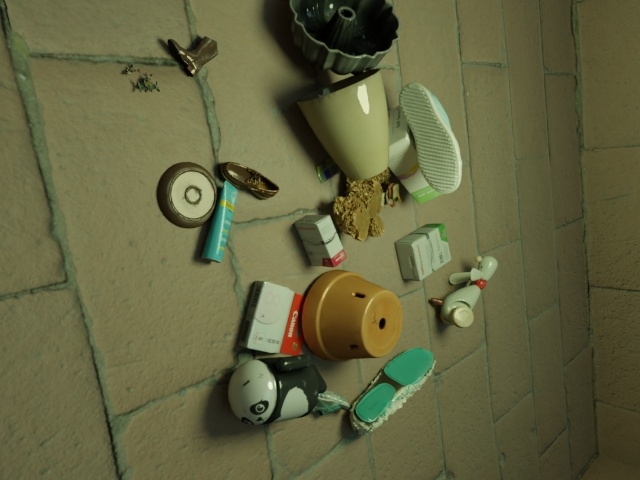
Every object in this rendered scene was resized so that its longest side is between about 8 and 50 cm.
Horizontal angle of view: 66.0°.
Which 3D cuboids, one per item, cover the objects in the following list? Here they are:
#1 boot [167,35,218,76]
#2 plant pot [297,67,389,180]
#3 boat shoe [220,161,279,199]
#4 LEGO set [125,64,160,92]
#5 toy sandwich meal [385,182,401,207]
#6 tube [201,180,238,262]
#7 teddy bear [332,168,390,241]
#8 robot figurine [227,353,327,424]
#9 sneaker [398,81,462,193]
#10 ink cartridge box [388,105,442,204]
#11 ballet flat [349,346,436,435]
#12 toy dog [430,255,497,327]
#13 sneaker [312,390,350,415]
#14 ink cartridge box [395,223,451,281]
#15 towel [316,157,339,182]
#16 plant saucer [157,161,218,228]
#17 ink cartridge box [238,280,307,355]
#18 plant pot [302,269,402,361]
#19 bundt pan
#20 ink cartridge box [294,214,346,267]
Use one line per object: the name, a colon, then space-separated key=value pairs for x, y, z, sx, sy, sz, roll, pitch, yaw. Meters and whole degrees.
boot: x=-0.314 y=-0.484 z=1.231 sx=0.114 sy=0.037 sz=0.106 roll=-53 pitch=136 yaw=-22
plant pot: x=0.099 y=-0.325 z=1.454 sx=0.256 sy=0.256 sz=0.274 roll=-37 pitch=115 yaw=-34
boat shoe: x=-0.187 y=-0.168 z=1.336 sx=0.177 sy=0.060 sz=0.064 roll=26 pitch=63 yaw=-39
LEGO set: x=-0.417 y=-0.374 z=1.160 sx=0.083 sy=0.023 sz=0.054 roll=50 pitch=58 yaw=-16
toy sandwich meal: x=0.244 y=-0.150 z=1.637 sx=0.085 sy=0.029 sz=0.086 roll=-3 pitch=93 yaw=-54
tube: x=-0.259 y=-0.047 z=1.290 sx=0.080 sy=0.052 sz=0.207 roll=56 pitch=45 yaw=-75
teddy bear: x=0.145 y=-0.132 z=1.621 sx=0.245 sy=0.113 sz=0.338 roll=51 pitch=52 yaw=-38
robot figurine: x=-0.116 y=0.409 z=1.350 sx=0.278 sy=0.173 sz=0.209 roll=8 pitch=84 yaw=-42
sneaker: x=0.372 y=-0.323 z=1.555 sx=0.150 sy=0.135 sz=0.366 roll=-8 pitch=79 yaw=-53
ink cartridge box: x=0.298 y=-0.319 z=1.680 sx=0.353 sy=0.119 sz=0.207 roll=42 pitch=40 yaw=-34
ballet flat: x=0.244 y=0.527 z=1.726 sx=0.408 sy=0.146 sz=0.147 roll=-31 pitch=111 yaw=-33
toy dog: x=0.553 y=0.188 z=1.946 sx=0.160 sy=0.220 sz=0.334 roll=35 pitch=57 yaw=-3
sneaker: x=0.022 y=0.520 z=1.564 sx=0.166 sy=0.065 sz=0.076 roll=30 pitch=89 yaw=-35
ink cartridge box: x=0.383 y=0.041 z=1.833 sx=0.208 sy=0.086 sz=0.153 roll=-25 pitch=108 yaw=-39
towel: x=0.023 y=-0.224 z=1.557 sx=0.083 sy=0.009 sz=0.060 roll=-37 pitch=115 yaw=-35
plant saucer: x=-0.325 y=-0.114 z=1.243 sx=0.168 sy=0.029 sz=0.169 roll=-2 pitch=93 yaw=-42
ink cartridge box: x=-0.111 y=0.233 z=1.430 sx=0.232 sy=0.066 sz=0.189 roll=21 pitch=78 yaw=-36
plant pot: x=0.115 y=0.243 z=1.518 sx=0.290 sy=0.203 sz=0.291 roll=-4 pitch=96 yaw=-45
bundt pan: x=0.056 y=-0.612 z=1.429 sx=0.330 sy=0.124 sz=0.331 roll=7 pitch=64 yaw=-14
ink cartridge box: x=0.000 y=0.000 z=1.479 sx=0.063 sy=0.109 sz=0.151 roll=-36 pitch=114 yaw=-33
